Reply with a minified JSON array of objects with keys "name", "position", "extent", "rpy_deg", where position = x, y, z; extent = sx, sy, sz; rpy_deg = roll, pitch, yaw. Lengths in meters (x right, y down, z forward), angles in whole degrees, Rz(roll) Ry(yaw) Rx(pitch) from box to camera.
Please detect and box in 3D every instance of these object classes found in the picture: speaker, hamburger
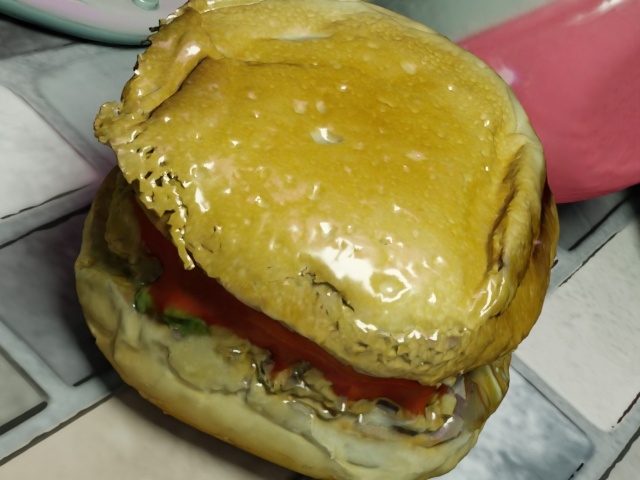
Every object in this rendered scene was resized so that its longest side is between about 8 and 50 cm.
[{"name":"speaker","position":[0.140,-0.176,0.763],"extent":[0.294,0.294,0.294],"rpy_deg":[20,38,-17]},{"name":"hamburger","position":[0.000,0.000,0.576],"extent":[0.244,0.163,0.244],"rpy_deg":[14,44,-13]}]

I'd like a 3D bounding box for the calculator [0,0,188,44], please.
[{"name":"calculator","position":[-0.217,-0.214,0.754],"extent":[0.299,0.041,0.185],"rpy_deg":[21,38,-19]}]
